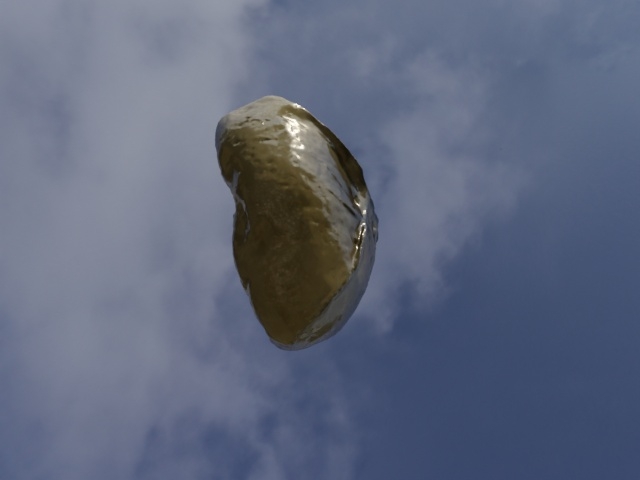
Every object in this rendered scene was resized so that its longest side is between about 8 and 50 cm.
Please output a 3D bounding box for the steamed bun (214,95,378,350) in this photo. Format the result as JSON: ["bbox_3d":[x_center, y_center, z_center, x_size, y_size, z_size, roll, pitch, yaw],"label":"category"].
[{"bbox_3d":[-0.010,-0.028,0.698,0.111,0.231,0.212,-22,-81,13],"label":"steamed bun"}]
